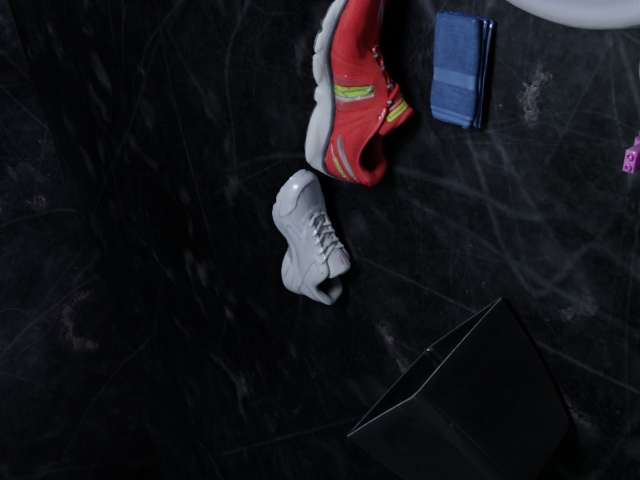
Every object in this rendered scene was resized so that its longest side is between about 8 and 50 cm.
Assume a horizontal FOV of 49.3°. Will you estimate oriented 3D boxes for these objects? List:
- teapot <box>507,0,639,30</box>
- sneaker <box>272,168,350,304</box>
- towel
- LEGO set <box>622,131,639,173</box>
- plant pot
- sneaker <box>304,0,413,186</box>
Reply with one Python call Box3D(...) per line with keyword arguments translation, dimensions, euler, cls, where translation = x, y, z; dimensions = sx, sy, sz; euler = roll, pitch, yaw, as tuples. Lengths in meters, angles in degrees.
Box3D(translation=(0.193, -0.270, 0.433), dimensions=(0.252, 0.187, 0.256), euler=(49, 159, -29), cls="teapot")
Box3D(translation=(0.000, 0.000, 1.047), dimensions=(0.115, 0.090, 0.232), euler=(28, 141, 35), cls="sneaker")
Box3D(translation=(0.149, -0.183, 0.748), dimensions=(0.067, 0.029, 0.119), euler=(31, 135, 42), cls="towel")
Box3D(translation=(0.328, -0.010, 0.538), dimensions=(0.227, 0.093, 0.087), euler=(30, 133, 43), cls="LEGO set")
Box3D(translation=(0.179, 0.212, 0.835), dimensions=(0.167, 0.187, 0.188), euler=(46, 145, 7), cls="plant pot")
Box3D(translation=(0.061, -0.187, 0.838), dimensions=(0.118, 0.107, 0.279), euler=(26, 137, 21), cls="sneaker")
